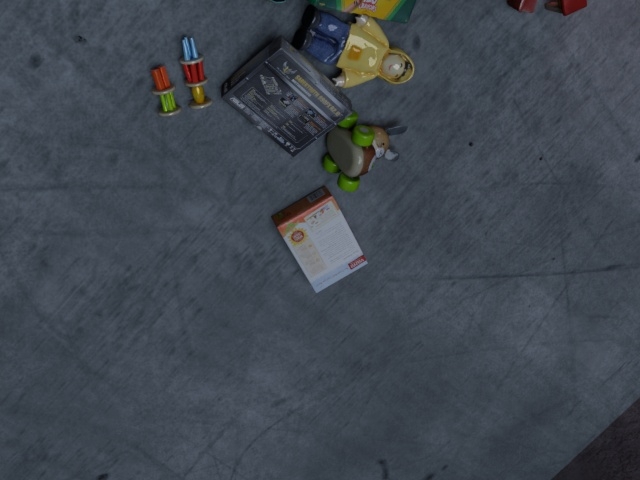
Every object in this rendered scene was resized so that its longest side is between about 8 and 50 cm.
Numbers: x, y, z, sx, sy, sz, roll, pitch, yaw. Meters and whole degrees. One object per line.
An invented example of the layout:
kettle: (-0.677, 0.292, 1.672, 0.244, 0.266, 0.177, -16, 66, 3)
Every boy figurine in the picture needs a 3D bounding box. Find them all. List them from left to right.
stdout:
boy figurine: (0.080, -0.413, 1.711, 0.285, 0.092, 0.177, 19, 107, -25)

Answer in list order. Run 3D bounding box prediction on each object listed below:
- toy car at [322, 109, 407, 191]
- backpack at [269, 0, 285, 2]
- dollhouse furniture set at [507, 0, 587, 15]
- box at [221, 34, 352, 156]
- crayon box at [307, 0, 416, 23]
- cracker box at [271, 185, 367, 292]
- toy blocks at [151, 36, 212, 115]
toy car: (0.121, -0.218, 1.815, 0.189, 0.149, 0.155, -8, 133, -30)
backpack: (-0.144, -0.566, 1.499, 0.188, 0.144, 0.165, -7, 126, -47)
dollhouse furniture set: (0.488, -0.652, 1.690, 0.201, 0.152, 0.374, -25, 124, -6)
box: (-0.073, -0.311, 1.693, 0.183, 0.056, 0.231, -35, 127, 27)
crayon box: (0.094, -0.554, 1.584, 0.279, 0.081, 0.165, -5, 125, -43)
cracker box: (0.000, 0.000, 1.925, 0.156, 0.067, 0.232, -30, 123, -2)
toy blocks: (-0.301, -0.347, 1.625, 0.123, 0.054, 0.148, -16, 122, -12)
